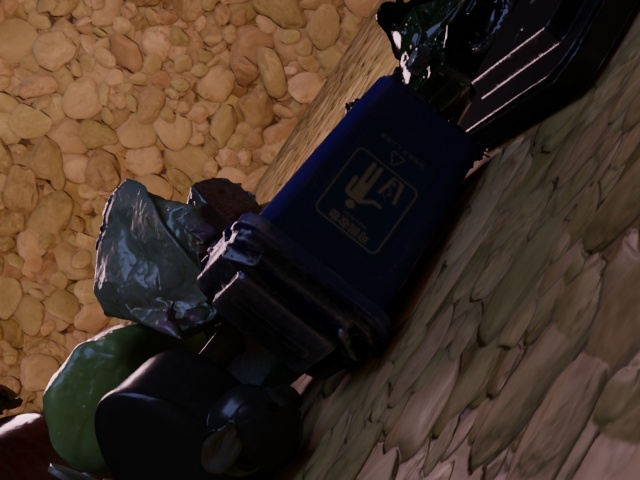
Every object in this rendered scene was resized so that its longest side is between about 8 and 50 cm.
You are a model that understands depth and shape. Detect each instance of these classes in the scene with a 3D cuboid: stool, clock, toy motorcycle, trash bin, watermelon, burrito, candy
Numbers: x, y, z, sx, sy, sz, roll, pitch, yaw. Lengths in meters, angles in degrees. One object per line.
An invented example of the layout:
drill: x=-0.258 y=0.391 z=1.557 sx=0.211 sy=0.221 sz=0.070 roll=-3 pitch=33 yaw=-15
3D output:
stool: x=-0.090 y=0.171 z=1.434 sx=0.228 sy=0.153 sz=0.139 roll=9 pitch=37 yaw=37
clock: x=0.216 y=-0.215 z=1.341 sx=0.273 sy=0.049 sz=0.279 roll=-59 pitch=7 yaw=-15
toy motorcycle: x=0.140 y=-0.219 z=1.611 sx=0.275 sy=0.125 sz=0.187 roll=-41 pitch=28 yaw=55
trash bin: x=0.018 y=-0.010 z=1.383 sx=0.234 sy=0.162 sz=0.184 roll=-54 pitch=5 yaw=-24
watermelon: x=-0.073 y=0.035 z=1.577 sx=0.094 sy=0.241 sz=0.154 roll=0 pitch=-44 yaw=-42
burrito: x=-0.141 y=0.023 z=1.536 sx=0.229 sy=0.089 sz=0.144 roll=16 pitch=102 yaw=58
candy: x=-0.170 y=0.154 z=1.680 sx=0.142 sy=0.132 sz=0.343 roll=-29 pitch=-7 yaw=14

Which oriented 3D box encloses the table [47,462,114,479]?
table: x=-0.222 y=0.334 z=1.522 sx=0.198 sy=0.166 sz=0.166 roll=-65 pitch=7 yaw=-3

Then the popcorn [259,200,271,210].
popcorn: x=-0.032 y=0.016 z=1.677 sx=0.162 sy=0.135 sz=0.141 roll=-64 pitch=-13 yaw=21

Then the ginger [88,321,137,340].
ginger: x=-0.300 y=0.251 z=2.340 sx=0.375 sy=0.176 sz=0.256 roll=144 pitch=143 yaw=-71

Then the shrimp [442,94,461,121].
shrimp: x=0.117 y=-0.143 z=1.718 sx=0.162 sy=0.045 sz=0.095 roll=-60 pitch=7 yaw=-36

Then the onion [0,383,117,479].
onion: x=-0.332 y=0.337 z=1.743 sx=0.353 sy=0.354 sz=0.353 roll=-56 pitch=7 yaw=10
